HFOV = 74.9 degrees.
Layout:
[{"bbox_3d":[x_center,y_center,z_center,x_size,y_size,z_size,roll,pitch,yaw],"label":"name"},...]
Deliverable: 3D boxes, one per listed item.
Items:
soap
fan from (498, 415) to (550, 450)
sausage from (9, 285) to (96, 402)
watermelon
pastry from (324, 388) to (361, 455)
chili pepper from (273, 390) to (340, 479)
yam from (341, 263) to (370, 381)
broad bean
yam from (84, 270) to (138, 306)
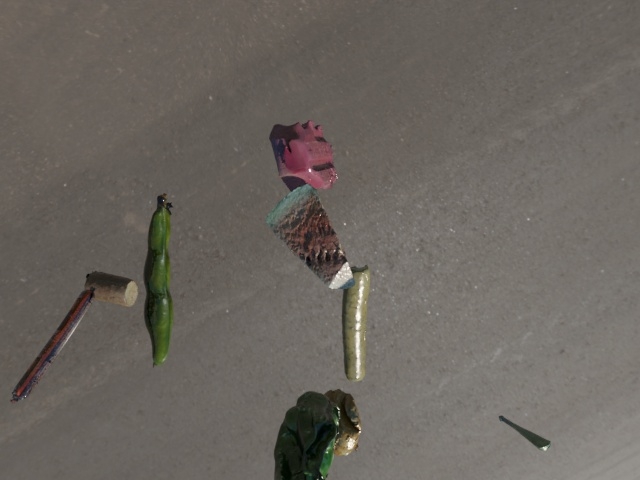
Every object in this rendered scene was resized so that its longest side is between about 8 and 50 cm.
[{"bbox_3d":[-0.045,-0.261,1.336,0.127,0.325,0.221,-13,97,16],"label":"soap"},{"bbox_3d":[0.566,0.535,1.173,0.038,0.193,0.016,-22,94,-11],"label":"fan"},{"bbox_3d":[-0.411,0.156,0.653,0.028,0.199,0.025,-3,139,28],"label":"sausage"},{"bbox_3d":[0.000,0.000,0.923,0.094,0.241,0.154,-12,155,-47],"label":"watermelon"},{"bbox_3d":[0.057,0.656,1.514,0.100,0.219,0.229,7,153,-28],"label":"pastry"},{"bbox_3d":[-0.041,0.557,1.147,0.167,0.385,0.214,7,96,7],"label":"chili pepper"},{"bbox_3d":[0.098,0.239,1.192,0.083,0.083,0.373,-4,114,-11],"label":"yam"},{"bbox_3d":[-0.284,0.068,0.731,0.060,0.298,0.043,-10,169,37],"label":"broad bean"},{"bbox_3d":[-0.573,0.133,1.150,0.126,0.084,0.084,8,120,9],"label":"yam"}]
